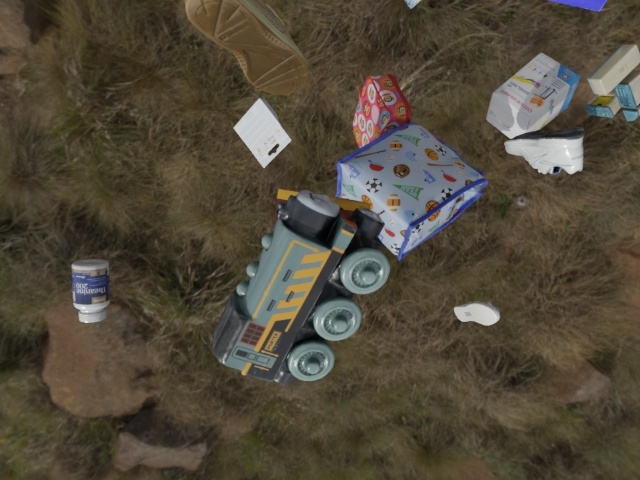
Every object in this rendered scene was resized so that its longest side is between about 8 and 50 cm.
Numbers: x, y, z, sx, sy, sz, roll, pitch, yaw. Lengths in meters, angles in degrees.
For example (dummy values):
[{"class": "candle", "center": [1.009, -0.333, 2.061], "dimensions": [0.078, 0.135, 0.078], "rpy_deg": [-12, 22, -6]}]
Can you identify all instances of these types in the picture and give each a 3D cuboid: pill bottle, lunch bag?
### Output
[{"class": "pill bottle", "center": [-0.467, 0.102, 0.842], "dimensions": [0.067, 0.067, 0.120], "rpy_deg": [4, 100, 8]}, {"class": "lunch bag", "center": [0.208, -0.455, 1.527], "dimensions": [0.120, 0.258, 0.293], "rpy_deg": [-14, 157, -17]}, {"class": "lunch bag", "center": [0.291, -0.179, 1.312], "dimensions": [0.328, 0.386, 0.238], "rpy_deg": [46, 159, 20]}]

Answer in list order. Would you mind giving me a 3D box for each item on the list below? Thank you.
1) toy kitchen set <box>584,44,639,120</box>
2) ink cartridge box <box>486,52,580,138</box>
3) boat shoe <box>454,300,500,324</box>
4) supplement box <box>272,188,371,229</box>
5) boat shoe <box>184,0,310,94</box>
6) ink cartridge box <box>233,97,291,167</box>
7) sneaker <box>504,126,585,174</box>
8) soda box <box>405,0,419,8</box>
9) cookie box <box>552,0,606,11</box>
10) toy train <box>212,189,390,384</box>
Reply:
[{"class": "toy kitchen set", "center": [0.779, -0.413, 1.141], "dimensions": [0.122, 0.166, 0.207], "rpy_deg": [-45, 119, 4]}, {"class": "ink cartridge box", "center": [0.748, -0.500, 1.472], "dimensions": [0.233, 0.168, 0.171], "rpy_deg": [-40, 66, -2]}, {"class": "boat shoe", "center": [0.447, 0.196, 1.149], "dimensions": [0.063, 0.184, 0.066], "rpy_deg": [-25, 81, -15]}, {"class": "supplement box", "center": [0.000, 0.000, 0.877], "dimensions": [0.129, 0.191, 0.194], "rpy_deg": [13, 97, 26]}, {"class": "boat shoe", "center": [-0.118, -0.393, 0.779], "dimensions": [0.122, 0.341, 0.110], "rpy_deg": [-15, 76, 19]}, {"class": "ink cartridge box", "center": [-0.245, -0.465, 1.792], "dimensions": [0.189, 0.066, 0.232], "rpy_deg": [-39, 88, 26]}, {"class": "sneaker", "center": [0.655, -0.260, 1.232], "dimensions": [0.111, 0.297, 0.129], "rpy_deg": [-20, 106, -2]}, {"class": "soda box", "center": [0.349, -0.885, 1.453], "dimensions": [0.058, 0.183, 0.063], "rpy_deg": [47, 140, -16]}, {"class": "cookie box", "center": [0.316, -0.345, 0.507], "dimensions": [0.107, 0.040, 0.091], "rpy_deg": [17, 147, 6]}, {"class": "toy train", "center": [-0.033, 0.082, 0.656], "dimensions": [0.190, 0.142, 0.333], "rpy_deg": [23, 107, -21]}]
